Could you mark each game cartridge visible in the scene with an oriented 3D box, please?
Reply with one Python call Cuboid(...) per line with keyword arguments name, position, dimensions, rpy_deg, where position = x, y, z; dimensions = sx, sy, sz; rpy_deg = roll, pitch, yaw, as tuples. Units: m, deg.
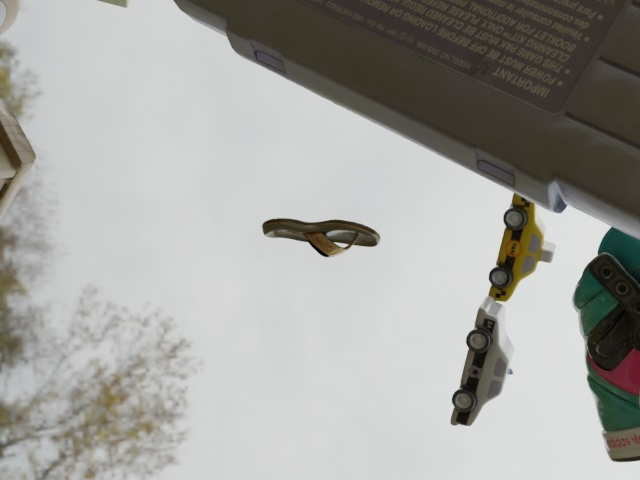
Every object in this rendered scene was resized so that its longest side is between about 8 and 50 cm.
Cuboid(name="game cartridge", position=(0.096, -0.167, 0.712), dimensions=(0.355, 0.068, 0.230), rpy_deg=(30, -91, 27))

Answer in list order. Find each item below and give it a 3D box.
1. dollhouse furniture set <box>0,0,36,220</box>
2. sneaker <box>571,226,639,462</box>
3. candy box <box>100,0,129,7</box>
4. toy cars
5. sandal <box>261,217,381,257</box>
Cuboid(name="dollhouse furniture set", position=(-0.159, 0.101, 0.521), dimensions=(0.355, 0.174, 0.303), rpy_deg=(58, -47, 19))
Cuboid(name="sneaker", position=(0.286, 0.050, 0.837), dimensions=(0.295, 0.124, 0.178), rpy_deg=(-35, -108, 58))
Cuboid(name="candy box", position=(-0.279, -0.384, 1.429), dimensions=(0.206, 0.105, 0.027), rpy_deg=(108, -8, -49))
Cuboid(name="toy cars", position=(0.284, 0.097, 1.734), dimensions=(0.176, 0.087, 0.393), rpy_deg=(81, 27, -61))
Cuboid(name="sandal", position=(0.000, 0.000, 1.718), dimensions=(0.072, 0.180, 0.049), rpy_deg=(72, 23, -70))
